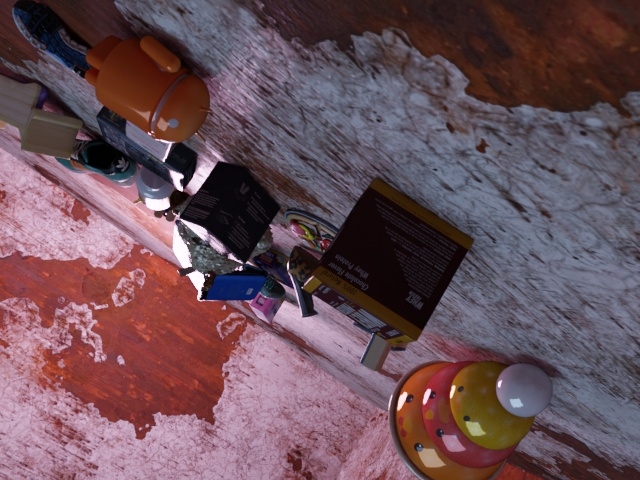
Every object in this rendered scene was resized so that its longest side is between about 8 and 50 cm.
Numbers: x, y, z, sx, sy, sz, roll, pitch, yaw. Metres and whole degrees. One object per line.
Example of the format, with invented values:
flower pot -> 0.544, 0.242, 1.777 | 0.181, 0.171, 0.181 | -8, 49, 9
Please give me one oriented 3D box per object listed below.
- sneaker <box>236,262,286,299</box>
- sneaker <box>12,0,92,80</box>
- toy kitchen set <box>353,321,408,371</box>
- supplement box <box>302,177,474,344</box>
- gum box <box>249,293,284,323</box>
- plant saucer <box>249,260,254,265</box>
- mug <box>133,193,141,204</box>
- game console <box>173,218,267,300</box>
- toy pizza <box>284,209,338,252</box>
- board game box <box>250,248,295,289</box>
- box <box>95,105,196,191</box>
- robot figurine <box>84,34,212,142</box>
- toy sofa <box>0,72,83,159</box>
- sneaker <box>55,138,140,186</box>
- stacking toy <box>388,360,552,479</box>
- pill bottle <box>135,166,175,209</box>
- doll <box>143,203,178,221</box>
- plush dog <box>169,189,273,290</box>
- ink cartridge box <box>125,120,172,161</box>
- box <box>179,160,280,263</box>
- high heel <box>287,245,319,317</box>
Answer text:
sneaker -> -0.178, 0.122, 1.999 | 0.167, 0.065, 0.076 | 31, 162, -4
sneaker -> -0.501, -0.372, 1.251 | 0.083, 0.071, 0.191 | 24, 164, 49
toy kitchen set -> 0.131, 0.251, 1.745 | 0.166, 0.122, 0.207 | 25, -178, 26
supplement box -> 0.107, 0.040, 1.093 | 0.191, 0.194, 0.129 | 32, 165, -1
gum box -> -0.199, 0.233, 2.487 | 0.062, 0.107, 0.188 | 28, 165, 14
plant saucer -> -0.214, 0.067, 2.167 | 0.083, 0.015, 0.083 | 30, 164, 9
mug -> -0.544, -0.143, 2.067 | 0.078, 0.062, 0.064 | -1, -177, -16
game console -> -0.296, 0.063, 1.912 | 0.250, 0.173, 0.293 | 1, 163, -13
toy pizza -> 0.000, 0.000, 1.493 | 0.201, 0.032, 0.201 | 30, 165, 9
board game box -> -0.137, 0.077, 1.984 | 0.141, 0.048, 0.170 | 25, 164, 30
box -> -0.404, -0.217, 1.554 | 0.233, 0.059, 0.183 | 33, 168, -5
robot figurine -> -0.274, -0.245, 1.083 | 0.220, 0.158, 0.128 | 33, -166, 0
toy sofa -> -0.832, -0.364, 1.842 | 0.363, 0.177, 0.150 | 23, -173, 31
sneaker -> -0.659, -0.249, 1.899 | 0.302, 0.108, 0.121 | 18, 160, 20
stacking toy -> 0.398, 0.396, 1.610 | 0.351, 0.350, 0.480 | 32, 146, 2
pill bottle -> -0.432, -0.148, 1.750 | 0.103, 0.103, 0.184 | 33, 165, -4
doll -> -0.512, -0.098, 2.144 | 0.129, 0.046, 0.189 | 19, -178, -17
plush dog -> -0.268, -0.024, 1.616 | 0.263, 0.210, 0.225 | 7, 133, 15
ink cartridge box -> -0.344, -0.234, 1.379 | 0.104, 0.061, 0.181 | 36, 164, -11
box -> -0.193, -0.061, 1.441 | 0.093, 0.158, 0.156 | 19, 160, 39
high heel -> 0.022, 0.067, 1.622 | 0.261, 0.186, 0.093 | -26, 161, 37
